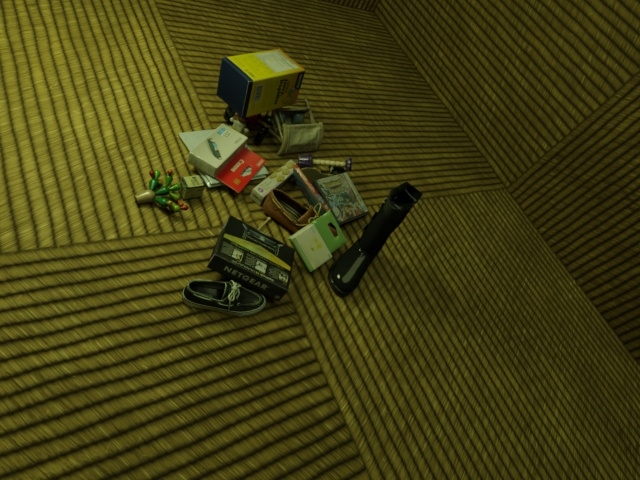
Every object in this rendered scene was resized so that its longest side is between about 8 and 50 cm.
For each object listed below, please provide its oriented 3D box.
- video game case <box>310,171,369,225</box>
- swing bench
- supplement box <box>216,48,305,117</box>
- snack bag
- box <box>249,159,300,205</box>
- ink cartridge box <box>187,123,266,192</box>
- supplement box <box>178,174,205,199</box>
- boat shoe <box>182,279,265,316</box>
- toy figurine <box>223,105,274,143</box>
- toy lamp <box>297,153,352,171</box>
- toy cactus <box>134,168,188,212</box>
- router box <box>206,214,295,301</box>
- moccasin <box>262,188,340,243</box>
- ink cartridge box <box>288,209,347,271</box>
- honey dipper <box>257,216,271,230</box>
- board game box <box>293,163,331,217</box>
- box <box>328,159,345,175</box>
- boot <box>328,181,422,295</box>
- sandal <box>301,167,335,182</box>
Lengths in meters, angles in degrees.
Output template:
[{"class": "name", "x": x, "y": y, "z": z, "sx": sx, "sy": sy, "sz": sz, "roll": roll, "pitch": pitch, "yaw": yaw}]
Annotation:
[{"class": "video game case", "x": 0.103, "y": -0.207, "z": 2.125, "sx": 0.274, "sy": 0.035, "sz": 0.248, "roll": -23, "pitch": 82, "yaw": -49}, {"class": "swing bench", "x": -0.141, "y": -0.591, "z": 2.248, "sx": 0.253, "sy": 0.165, "sz": 0.255, "roll": -16, "pitch": 66, "yaw": -38}, {"class": "supplement box", "x": -0.278, "y": -0.743, "z": 2.035, "sx": 0.194, "sy": 0.195, "sz": 0.356, "roll": 45, "pitch": 49, "yaw": 18}, {"class": "snack bag", "x": -0.455, "y": -0.395, "z": 2.000, "sx": 0.323, "sy": 0.037, "sz": 0.343, "roll": -20, "pitch": 65, "yaw": -40}, {"class": "box", "x": -0.209, "y": -0.278, "z": 2.035, "sx": 0.067, "sy": 0.063, "sz": 0.324, "roll": 39, "pitch": 46, "yaw": 3}, {"class": "ink cartridge box", "x": -0.403, "y": -0.376, "z": 1.941, "sx": 0.261, "sy": 0.066, "sz": 0.296, "roll": 30, "pitch": 44, "yaw": -3}, {"class": "supplement box", "x": -0.530, "y": -0.217, "z": 1.783, "sx": 0.083, "sy": 0.083, "sz": 0.056, "roll": -16, "pitch": 65, "yaw": -38}, {"class": "boat shoe", "x": -0.336, "y": 0.195, "z": 1.567, "sx": 0.306, "sy": 0.105, "sz": 0.113, "roll": 16, "pitch": 50, "yaw": -20}, {"class": "toy figurine", "x": -0.351, "y": -0.601, "z": 2.117, "sx": 0.209, "sy": 0.148, "sz": 0.213, "roll": 5, "pitch": 48, "yaw": -37}, {"class": "toy lamp", "x": 0.021, "y": -0.396, "z": 2.214, "sx": 0.274, "sy": 0.080, "sz": 0.080, "roll": 3, "pitch": 52, "yaw": -3}, {"class": "toy cactus", "x": -0.634, "y": -0.189, "z": 1.701, "sx": 0.180, "sy": 0.112, "sz": 0.219, "roll": -24, "pitch": 79, "yaw": -30}, {"class": "router box", "x": -0.258, "y": 0.067, "z": 1.681, "sx": 0.308, "sy": 0.081, "sz": 0.243, "roll": 29, "pitch": 36, "yaw": -17}, {"class": "moccasin", "x": -0.071, "y": -0.102, "z": 1.923, "sx": 0.380, "sy": 0.147, "sz": 0.139, "roll": 37, "pitch": 46, "yaw": -1}, {"class": "ink cartridge box", "x": 0.000, "y": 0.000, "z": 1.851, "sx": 0.235, "sy": 0.056, "sz": 0.171, "roll": -34, "pitch": 105, "yaw": -18}, {"class": "honey dipper", "x": -0.258, "y": -0.058, "z": 1.862, "sx": 0.030, "sy": 0.030, "sz": 0.161, "roll": 37, "pitch": 44, "yaw": -1}, {"class": "board game box", "x": -0.043, "y": -0.216, "z": 2.035, "sx": 0.027, "sy": 0.145, "sz": 0.281, "roll": -31, "pitch": 74, "yaw": -15}, {"class": "box", "x": 0.087, "y": -0.375, "z": 2.293, "sx": 0.062, "sy": 0.052, "sz": 0.083, "roll": 2, "pitch": 56, "yaw": -28}, {"class": "boot", "x": 0.225, "y": -0.004, "z": 1.816, "sx": 0.146, "sy": 0.445, "sz": 0.367, "roll": 36, "pitch": 46, "yaw": -1}, {"class": "sandal", "x": -0.025, "y": -0.325, "z": 2.191, "sx": 0.239, "sy": 0.088, "sz": 0.079, "roll": 6, "pitch": 22, "yaw": -35}]
